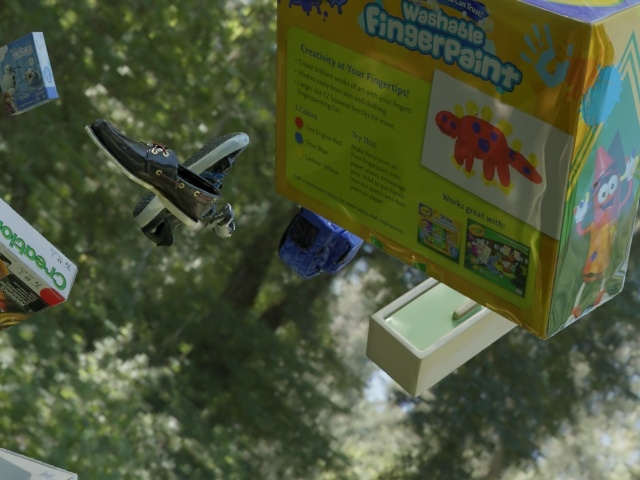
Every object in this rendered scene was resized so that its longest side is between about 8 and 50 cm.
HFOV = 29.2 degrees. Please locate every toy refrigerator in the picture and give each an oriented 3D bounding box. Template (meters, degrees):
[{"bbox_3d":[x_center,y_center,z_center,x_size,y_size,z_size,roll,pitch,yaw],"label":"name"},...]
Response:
[{"bbox_3d":[0.198,0.097,1.734,0.102,0.270,0.094,41,-35,31],"label":"toy refrigerator"}]

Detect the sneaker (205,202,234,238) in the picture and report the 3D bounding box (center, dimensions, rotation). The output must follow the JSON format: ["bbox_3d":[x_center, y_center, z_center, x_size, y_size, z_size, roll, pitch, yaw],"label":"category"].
[{"bbox_3d":[-0.154,-0.030,2.000,0.044,0.040,0.109,41,-16,-6],"label":"sneaker"}]

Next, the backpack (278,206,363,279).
[{"bbox_3d":[0.000,0.000,1.725,0.101,0.098,0.120,45,-50,12],"label":"backpack"}]

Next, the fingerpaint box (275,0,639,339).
[{"bbox_3d":[0.152,-0.158,1.414,0.445,0.163,0.371,29,-50,38],"label":"fingerpaint box"}]

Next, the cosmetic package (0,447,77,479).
[{"bbox_3d":[-0.322,0.377,1.175,0.113,0.160,0.309,11,-74,31],"label":"cosmetic package"}]

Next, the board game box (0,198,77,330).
[{"bbox_3d":[-0.406,-0.018,1.165,0.193,0.053,0.305,-25,-55,28],"label":"board game box"}]

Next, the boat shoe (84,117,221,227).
[{"bbox_3d":[-0.137,-0.062,1.007,0.133,0.042,0.049,39,10,-35],"label":"boat shoe"}]

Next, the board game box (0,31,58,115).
[{"bbox_3d":[-0.392,-0.220,1.628,0.090,0.020,0.090,-15,-92,39],"label":"board game box"}]

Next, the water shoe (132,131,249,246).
[{"bbox_3d":[-0.173,-0.073,1.749,0.080,0.203,0.073,53,-10,-17],"label":"water shoe"}]
